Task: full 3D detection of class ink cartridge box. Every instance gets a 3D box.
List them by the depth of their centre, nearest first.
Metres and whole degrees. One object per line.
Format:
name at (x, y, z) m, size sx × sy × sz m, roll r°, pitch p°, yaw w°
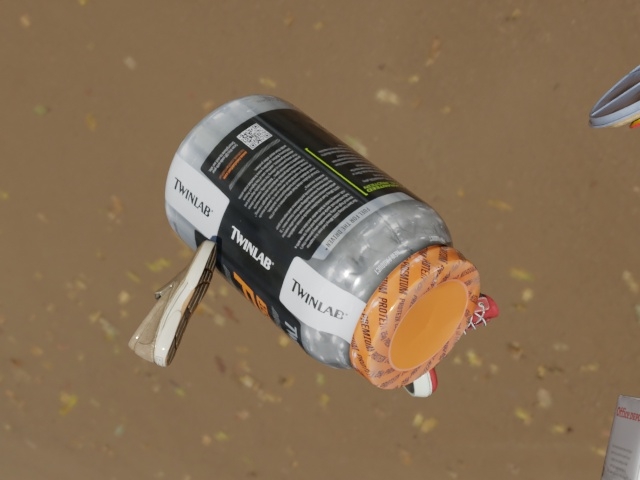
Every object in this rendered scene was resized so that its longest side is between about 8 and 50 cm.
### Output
ink cartridge box at (0.399, 0.297, 1.477) m, size 0.086 × 0.203 × 0.148 m, roll 14°, pitch 176°, yaw -1°

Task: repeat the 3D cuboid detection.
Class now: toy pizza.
toy pizza at (0.341, -0.158, 1.136) m, size 0.032 × 0.201 × 0.201 m, roll 53°, pitch 141°, yaw -7°

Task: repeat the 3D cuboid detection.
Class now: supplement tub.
supplement tub at (0.000, 0.000, 1.248) m, size 0.316 × 0.193 × 0.194 m, roll 39°, pitch 151°, yaw 34°

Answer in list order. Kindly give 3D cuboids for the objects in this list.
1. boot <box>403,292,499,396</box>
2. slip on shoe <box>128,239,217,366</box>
boot at (0.187, 0.136, 1.784) m, size 0.176 × 0.244 × 0.088 m, roll -8°, pitch 117°, yaw -3°
slip on shoe at (-0.139, 0.055, 1.162) m, size 0.041 × 0.135 × 0.051 m, roll 19°, pitch 158°, yaw 9°
